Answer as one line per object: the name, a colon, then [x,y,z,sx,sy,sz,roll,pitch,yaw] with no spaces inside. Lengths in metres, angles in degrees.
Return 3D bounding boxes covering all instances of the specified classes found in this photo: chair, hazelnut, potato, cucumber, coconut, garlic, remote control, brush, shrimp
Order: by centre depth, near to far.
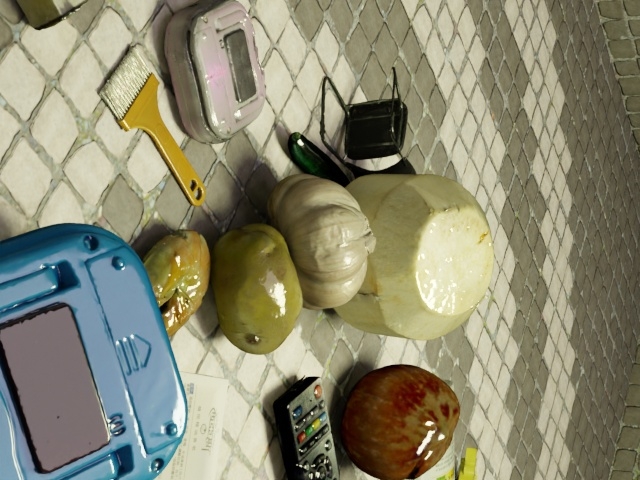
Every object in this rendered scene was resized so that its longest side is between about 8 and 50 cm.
potato: [-0.319,-0.317,1.381,0.061,0.086,0.122,58,44,-23]
shrimp: [-0.237,0.086,1.562,0.267,0.061,0.145,-48,141,-50]
brush: [-0.230,-0.148,1.603,0.103,0.013,0.272,-64,143,-34]
potato: [-0.102,0.075,1.711,0.137,0.154,0.200,-14,118,-15]
garlic: [0.002,0.000,1.803,0.152,0.228,0.228,-18,110,-24]
remote control: [-0.013,0.436,1.949,0.144,0.062,0.399,-33,118,-55]
cucumber: [0.007,-0.122,1.968,0.284,0.056,0.056,46,53,-54]
coconut: [0.148,0.024,1.974,0.323,0.322,0.323,-5,96,-59]
chair: [0.100,-0.196,2.041,0.221,0.140,0.145,54,36,-56]
hazelnut: [0.147,0.336,2.065,0.234,0.218,0.218,-56,138,-24]

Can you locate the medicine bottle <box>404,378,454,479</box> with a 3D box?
medicine bottle: [0.213,0.456,2.275,0.179,0.124,0.324,-12,100,-63]

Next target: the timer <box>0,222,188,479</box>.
timer: [-0.314,0.162,1.284,0.309,0.115,0.340,-22,101,-36]

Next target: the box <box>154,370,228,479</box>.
box: [-0.243,0.307,1.500,0.203,0.116,0.274,20,74,-54]

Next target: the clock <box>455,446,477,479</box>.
clock: [0.299,0.616,2.429,0.294,0.071,0.277,85,15,-47]

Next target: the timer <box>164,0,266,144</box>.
timer: [-0.155,-0.260,1.672,0.191,0.069,0.209,-46,128,-52]
